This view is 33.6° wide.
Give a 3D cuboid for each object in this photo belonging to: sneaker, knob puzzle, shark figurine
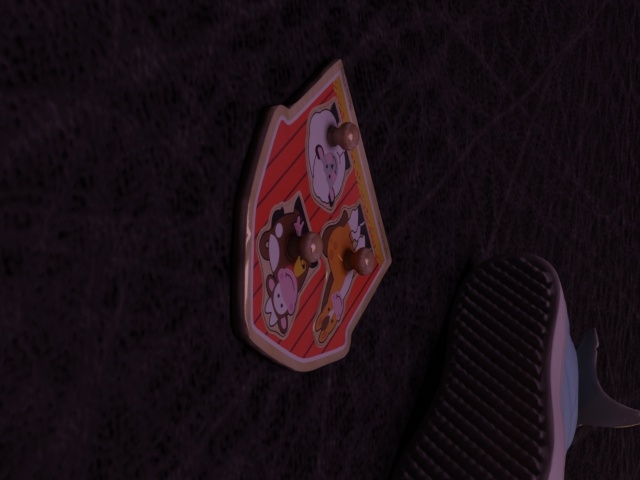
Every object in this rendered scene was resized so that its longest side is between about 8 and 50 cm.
[{"bbox_3d":[0.158,0.186,0.892,0.150,0.135,0.366,61,40,-37],"label":"sneaker"},{"bbox_3d":[0.000,0.000,0.686,0.213,0.030,0.213,-10,101,-62],"label":"knob puzzle"},{"bbox_3d":[0.219,0.222,1.053,0.116,0.166,0.278,-112,-171,-49],"label":"shark figurine"}]
